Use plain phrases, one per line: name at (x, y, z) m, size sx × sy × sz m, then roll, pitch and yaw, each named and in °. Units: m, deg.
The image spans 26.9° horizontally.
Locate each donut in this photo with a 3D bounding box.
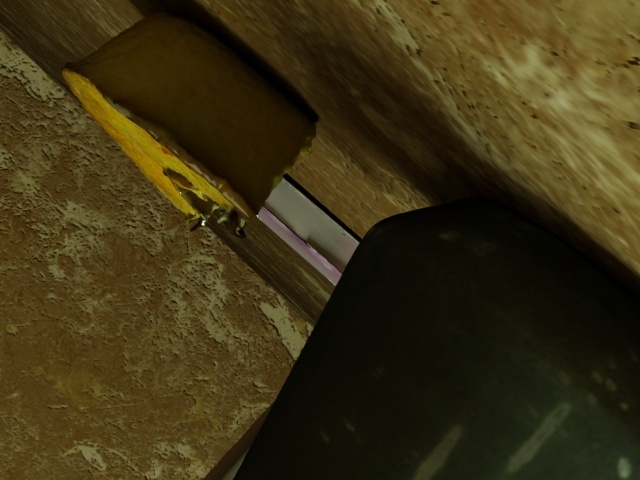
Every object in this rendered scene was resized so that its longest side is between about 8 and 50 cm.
donut at (-0.100, -0.087, 0.916) m, size 0.152 × 0.101 × 0.259 m, roll 44°, pitch 175°, yaw -13°

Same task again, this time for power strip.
power strip at (0.000, 0.000, 1.196) m, size 0.279 × 0.037 × 0.109 m, roll 41°, pitch 174°, yaw 9°

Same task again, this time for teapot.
teapot at (0.026, 0.162, 0.710) m, size 0.253 × 0.344 × 0.300 m, roll 47°, pitch 172°, yaw -27°
